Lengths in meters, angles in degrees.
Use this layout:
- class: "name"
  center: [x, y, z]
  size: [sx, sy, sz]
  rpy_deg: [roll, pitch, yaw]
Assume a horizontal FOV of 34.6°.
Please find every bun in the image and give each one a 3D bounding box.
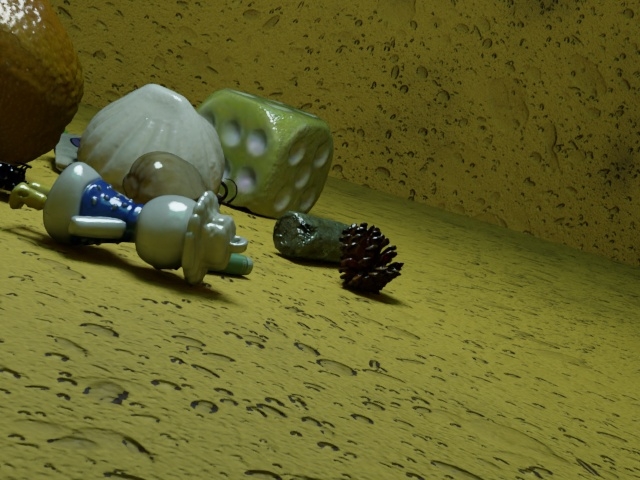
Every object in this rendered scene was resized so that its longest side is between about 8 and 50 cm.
- class: "bun"
  center: [-0.281, -0.184, 1.788]
  size: [0.263, 0.175, 0.263]
  rpy_deg: [16, 30, -9]

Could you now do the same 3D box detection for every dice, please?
- class: "dice"
  center: [-0.130, -0.180, 2.151]
  size: [0.238, 0.227, 0.233]
  rpy_deg: [22, 11, 27]

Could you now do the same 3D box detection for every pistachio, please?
- class: "pistachio"
  center: [-0.243, -0.086, 1.621]
  size: [0.126, 0.108, 0.185]
  rpy_deg: [10, 13, 9]

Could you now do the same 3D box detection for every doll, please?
- class: "doll"
  center: [-0.229, -0.022, 1.250]
  size: [0.293, 0.119, 0.138]
  rpy_deg: [12, 15, 8]

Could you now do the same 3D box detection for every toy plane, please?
- class: "toy plane"
  center: [-0.452, -0.092, 1.409]
  size: [0.078, 0.053, 0.197]
  rpy_deg: [14, -2, 2]

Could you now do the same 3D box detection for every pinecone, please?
- class: "pinecone"
  center: [0.067, 0.028, 1.556]
  size: [0.102, 0.102, 0.109]
  rpy_deg: [8, 41, -49]

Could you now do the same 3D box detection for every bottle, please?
- class: "bottle"
  center: [-0.129, 0.029, 1.368]
  size: [0.083, 0.030, 0.030]
  rpy_deg: [11, 9, -41]

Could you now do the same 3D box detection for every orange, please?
- class: "orange"
  center: [-0.532, -0.264, 1.518]
  size: [0.357, 0.322, 0.322]
  rpy_deg: [29, 2, -23]

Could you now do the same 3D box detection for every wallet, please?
- class: "wallet"
  center: [-0.354, -0.140, 1.957]
  size: [0.335, 0.068, 0.275]
  rpy_deg: [11, 12, -31]

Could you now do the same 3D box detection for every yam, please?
- class: "yam"
  center: [0.000, 0.000, 1.700]
  size: [0.078, 0.078, 0.179]
  rpy_deg: [23, 6, 40]

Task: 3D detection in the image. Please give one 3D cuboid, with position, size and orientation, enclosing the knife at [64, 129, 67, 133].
- class: "knife"
  center: [-0.615, -0.241, 2.278]
  size: [0.078, 0.023, 0.166]
  rpy_deg: [25, 11, 12]
